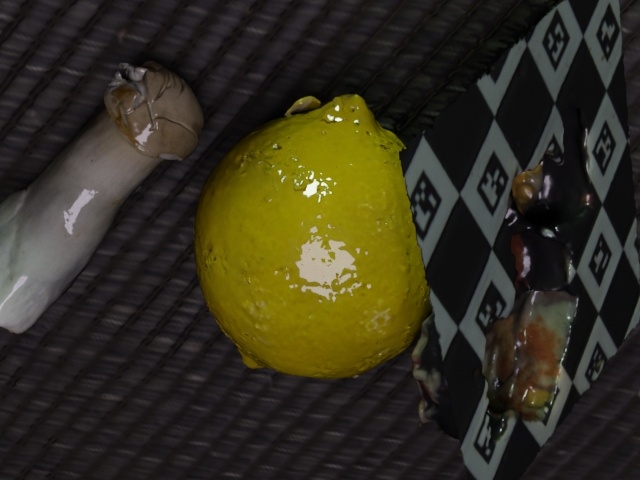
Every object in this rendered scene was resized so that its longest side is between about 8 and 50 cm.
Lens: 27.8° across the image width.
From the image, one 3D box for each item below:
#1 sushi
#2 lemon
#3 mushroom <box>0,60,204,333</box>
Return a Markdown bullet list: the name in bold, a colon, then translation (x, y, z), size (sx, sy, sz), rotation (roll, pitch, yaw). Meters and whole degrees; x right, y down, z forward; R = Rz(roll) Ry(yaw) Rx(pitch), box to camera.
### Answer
- **sushi**: translation (0.127, -0.006, 0.870), size (0.059, 0.294, 0.292), rotation (9, 124, 36)
- **lemon**: translation (0.000, 0.000, 0.883), size (0.174, 0.173, 0.206), rotation (4, 105, -4)
- **mushroom**: translation (-0.169, -0.030, 0.908), size (0.081, 0.092, 0.223), rotation (44, 99, -2)
